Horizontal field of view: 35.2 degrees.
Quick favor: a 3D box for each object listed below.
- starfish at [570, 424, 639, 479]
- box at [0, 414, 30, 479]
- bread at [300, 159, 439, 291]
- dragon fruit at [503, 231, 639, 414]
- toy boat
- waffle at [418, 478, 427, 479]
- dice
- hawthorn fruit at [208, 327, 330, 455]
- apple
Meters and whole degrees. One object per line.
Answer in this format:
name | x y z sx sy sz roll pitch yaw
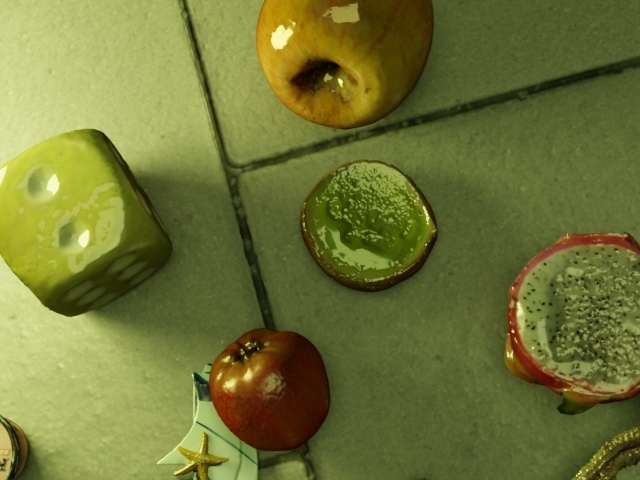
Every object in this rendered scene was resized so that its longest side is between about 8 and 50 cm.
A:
starfish | 0.572 0.291 1.543 0.398 0.384 0.132 7 36 -12
box | -0.550 0.345 1.638 0.151 0.135 0.151 0 82 1
bread | 0.082 -0.025 1.706 0.236 0.070 0.236 0 74 -1
dragon fruit | 0.427 0.132 1.617 0.290 0.189 0.291 -2 71 6
toy boat | -0.177 0.347 1.670 0.220 0.067 0.291 -2 67 2
waffle | 0.186 0.563 1.579 0.224 0.098 0.328 -40 81 -4
dice | -0.393 -0.027 1.652 0.226 0.238 0.233 -31 80 -2
hawthorn fruit | -0.070 0.258 1.622 0.196 0.196 0.226 -29 109 -3
apple | 0.043 -0.352 1.676 0.298 0.299 0.275 6 51 4
